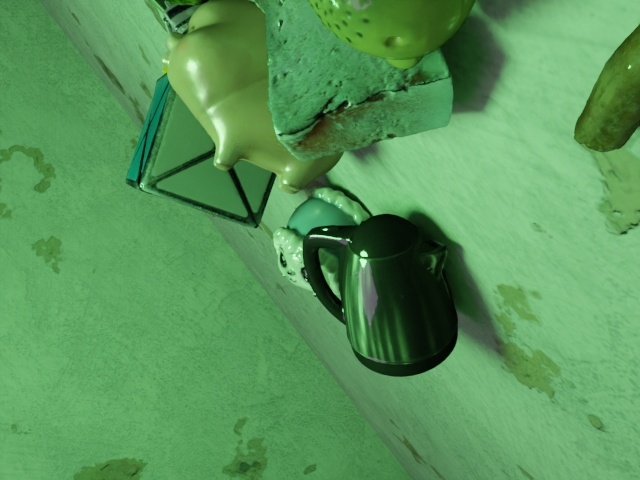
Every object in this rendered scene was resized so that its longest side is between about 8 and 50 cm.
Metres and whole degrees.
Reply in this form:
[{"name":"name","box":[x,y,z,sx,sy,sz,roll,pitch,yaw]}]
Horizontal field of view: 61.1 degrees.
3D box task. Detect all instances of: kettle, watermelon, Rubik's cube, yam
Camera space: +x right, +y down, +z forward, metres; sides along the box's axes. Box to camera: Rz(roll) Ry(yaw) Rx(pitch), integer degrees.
[{"name":"kettle","box":[0.118,0.066,0.973,0.250,0.207,0.271,37,149,50]},{"name":"watermelon","box":[-0.005,-0.193,0.679,0.319,0.214,0.289,37,160,3]},{"name":"Rubik's cube","box":[-0.238,-0.190,1.124,0.254,0.260,0.259,20,176,-28]},{"name":"yam","box":[0.250,-0.145,0.383,0.057,0.056,0.241,46,161,19]}]

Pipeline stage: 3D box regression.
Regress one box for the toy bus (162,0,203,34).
[{"name":"toy bus","box":[-0.258,-0.415,1.133,0.108,0.096,0.199,53,168,13]}]

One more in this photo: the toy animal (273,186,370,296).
[{"name":"toy animal","box":[0.000,0.000,1.127,0.208,0.204,0.156,31,158,34]}]

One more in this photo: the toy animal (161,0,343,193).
[{"name":"toy animal","box":[-0.097,-0.235,0.878,0.326,0.270,0.237,23,173,-17]}]

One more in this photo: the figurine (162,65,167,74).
[{"name":"figurine","box":[-0.339,-0.407,1.368,0.115,0.094,0.156,62,169,7]}]

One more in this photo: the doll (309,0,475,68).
[{"name":"doll","box":[0.079,-0.251,0.425,0.177,0.161,0.260,53,162,-10]}]

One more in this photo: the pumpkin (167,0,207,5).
[{"name":"pumpkin","box":[-0.237,-0.467,0.784,0.260,0.190,0.260,19,-171,-3]}]

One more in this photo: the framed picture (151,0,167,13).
[{"name":"framed picture","box":[-0.393,-0.625,1.189,0.231,0.018,0.293,47,164,19]}]
